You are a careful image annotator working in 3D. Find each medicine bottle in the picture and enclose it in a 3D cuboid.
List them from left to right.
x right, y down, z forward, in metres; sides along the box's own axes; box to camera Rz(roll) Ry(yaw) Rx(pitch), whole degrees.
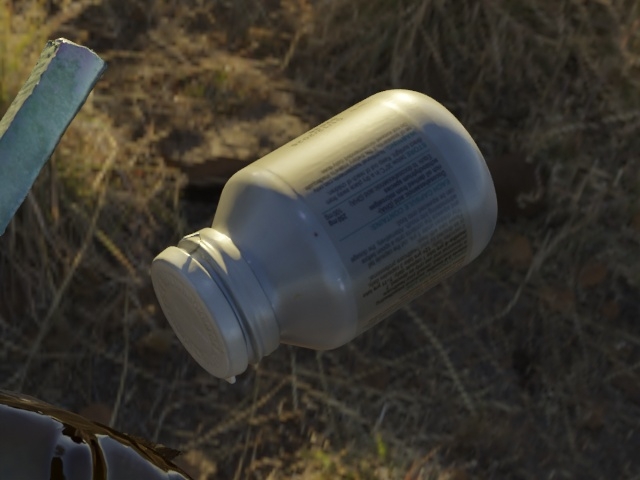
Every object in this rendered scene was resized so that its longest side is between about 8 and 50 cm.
[{"bbox_3d":[0.000,0.000,0.967,0.215,0.135,0.135,-32,63,-23],"label":"medicine bottle"}]

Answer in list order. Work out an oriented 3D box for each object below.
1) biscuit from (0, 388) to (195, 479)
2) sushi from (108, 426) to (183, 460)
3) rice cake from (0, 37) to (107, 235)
[{"bbox_3d":[-0.145,0.206,0.494,0.332,0.103,0.332,-1,94,-20],"label":"biscuit"},{"bbox_3d":[-0.300,0.295,1.657,0.231,0.219,0.047,-32,60,16],"label":"sushi"},{"bbox_3d":[-0.212,-0.056,0.999,0.043,0.034,0.211,38,58,-22],"label":"rice cake"}]
